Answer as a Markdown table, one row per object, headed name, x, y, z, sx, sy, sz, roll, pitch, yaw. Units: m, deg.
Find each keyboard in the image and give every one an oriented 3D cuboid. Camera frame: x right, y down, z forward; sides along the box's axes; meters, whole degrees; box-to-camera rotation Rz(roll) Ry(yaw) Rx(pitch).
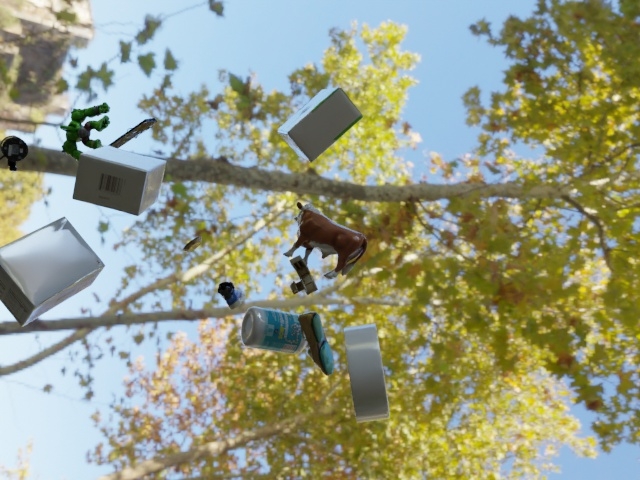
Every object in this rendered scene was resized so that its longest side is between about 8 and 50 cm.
| name | x | y | z | sx | sy | sz | roll | pitch | yaw |
| --- | --- | --- | --- | --- | --- | --- | --- | --- | --- |
| keyboard | -0.640 | -0.368 | 2.153 | 0.192 | 0.100 | 0.038 | -27 | -90 | 19 |

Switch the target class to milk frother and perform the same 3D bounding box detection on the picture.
| name | x | y | z | sx | sy | sz | roll | pitch | yaw |
| --- | --- | --- | --- | --- | --- | --- | --- | --- | --- |
| milk frother | -1.121 | -0.318 | 2.257 | 0.134 | 0.143 | 0.129 | 20 | -93 | 59 |

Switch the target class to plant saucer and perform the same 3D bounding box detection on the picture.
| name | x | y | z | sx | sy | sz | roll | pitch | yaw |
| --- | --- | --- | --- | --- | --- | --- | --- | --- | --- |
| plant saucer | -0.457 | 0.017 | 2.303 | 0.015 | 0.083 | 0.083 | 49 | -50 | 10 |

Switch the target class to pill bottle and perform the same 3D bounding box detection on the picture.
| name | x | y | z | sx | sy | sz | roll | pitch | yaw |
| --- | --- | --- | --- | --- | --- | --- | --- | --- | --- |
| pill bottle | -0.141 | 0.326 | 2.290 | 0.146 | 0.264 | 0.146 | -35 | -131 | 52 |

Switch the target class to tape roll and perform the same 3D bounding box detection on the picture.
| name | x | y | z | sx | sy | sz | roll | pitch | yaw |
| --- | --- | --- | --- | --- | --- | --- | --- | --- | --- |
| tape roll | 0.137 | 0.393 | 1.901 | 0.286 | 0.100 | 0.286 | -9 | 90 | -88 |

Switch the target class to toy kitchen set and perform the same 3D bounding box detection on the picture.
| name | x | y | z | sx | sy | sz | roll | pitch | yaw |
| --- | --- | --- | --- | --- | --- | --- | --- | --- | --- |
| toy kitchen set | -0.060 | 0.102 | 1.731 | 0.068 | 0.075 | 0.083 | -27 | -123 | 2 |

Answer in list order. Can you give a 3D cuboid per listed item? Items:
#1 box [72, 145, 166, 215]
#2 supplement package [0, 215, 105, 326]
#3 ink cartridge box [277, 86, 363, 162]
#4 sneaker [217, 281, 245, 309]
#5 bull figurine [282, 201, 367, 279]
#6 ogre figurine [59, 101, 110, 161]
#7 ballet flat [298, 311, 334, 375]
| name | x | y | z | sx | sy | sz | roll | pitch | yaw |
| --- | --- | --- | --- | --- | --- | --- | --- | --- | --- |
| box | -0.392 | -0.121 | 1.266 | 0.170 | 0.130 | 0.091 | -93 | -162 | -77 |
| supplement package | -0.828 | 0.088 | 1.916 | 0.204 | 0.262 | 0.145 | 50 | -49 | 0 |
| ink cartridge box | -0.009 | -0.344 | 1.889 | 0.198 | 0.115 | 0.273 | -42 | -165 | 1 |
| sneaker | -0.290 | 0.163 | 2.061 | 0.058 | 0.085 | 0.152 | -31 | -169 | 5 |
| bull figurine | 0.000 | 0.000 | 1.980 | 0.310 | 0.101 | 0.189 | 25 | -96 | 38 |
| ogre figurine | -0.703 | -0.322 | 1.910 | 0.097 | 0.118 | 0.197 | -44 | 145 | -72 |
| ballet flat | -0.015 | 0.327 | 2.044 | 0.073 | 0.080 | 0.232 | -2 | -68 | 31 |
